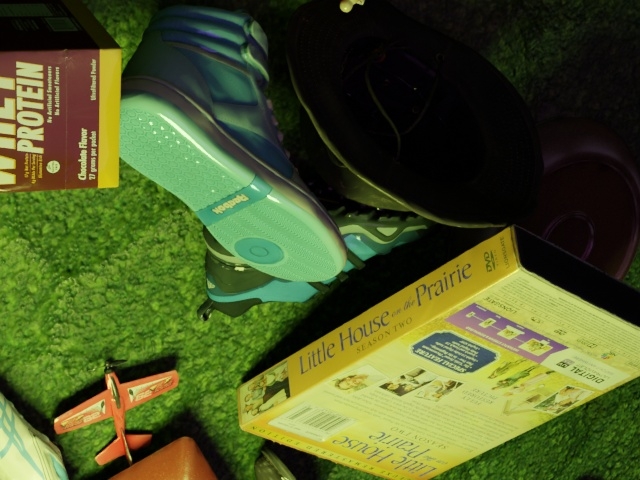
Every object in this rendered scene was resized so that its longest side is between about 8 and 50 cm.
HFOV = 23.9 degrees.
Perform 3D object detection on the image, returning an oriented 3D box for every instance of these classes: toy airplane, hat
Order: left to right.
[{"bbox_3d":[-0.221,0.194,1.671,0.151,0.028,0.151,-13,118,-26],"label":"toy airplane"},{"bbox_3d":[0.075,-0.108,1.615,0.331,0.331,0.134,9,139,-35],"label":"hat"}]

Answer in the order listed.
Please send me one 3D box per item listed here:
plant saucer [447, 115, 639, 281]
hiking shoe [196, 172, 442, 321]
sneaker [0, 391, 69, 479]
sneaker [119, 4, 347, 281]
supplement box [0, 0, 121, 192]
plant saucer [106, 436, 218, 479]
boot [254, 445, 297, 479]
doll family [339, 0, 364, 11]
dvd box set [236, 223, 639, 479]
[{"bbox_3d":[0.300,-0.002,1.908,0.311,0.050,0.310,-14,118,-28],"label":"plant saucer"},{"bbox_3d":[0.000,0.000,1.694,0.304,0.113,0.132,-10,135,-26],"label":"hiking shoe"},{"bbox_3d":[-0.324,0.218,1.594,0.086,0.085,0.237,-56,130,-44],"label":"sneaker"},{"bbox_3d":[-0.068,-0.113,1.524,0.319,0.127,0.208,43,46,-34],"label":"sneaker"},{"bbox_3d":[-0.295,-0.133,1.356,0.194,0.191,0.129,-4,113,-20],"label":"supplement box"},{"bbox_3d":[-0.197,0.388,1.706,0.258,0.048,0.259,-30,114,-5],"label":"plant saucer"},{"bbox_3d":[-0.113,0.392,1.795,0.229,0.091,0.263,-20,116,-18],"label":"boot"},{"bbox_3d":[0.008,-0.361,1.536,0.163,0.118,0.263,-5,95,-24],"label":"doll family"},{"bbox_3d":[0.156,0.147,1.713,0.308,0.062,0.420,24,136,-38],"label":"dvd box set"}]
